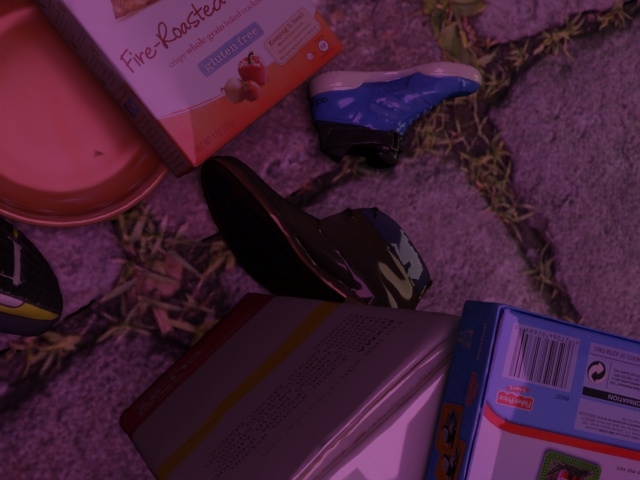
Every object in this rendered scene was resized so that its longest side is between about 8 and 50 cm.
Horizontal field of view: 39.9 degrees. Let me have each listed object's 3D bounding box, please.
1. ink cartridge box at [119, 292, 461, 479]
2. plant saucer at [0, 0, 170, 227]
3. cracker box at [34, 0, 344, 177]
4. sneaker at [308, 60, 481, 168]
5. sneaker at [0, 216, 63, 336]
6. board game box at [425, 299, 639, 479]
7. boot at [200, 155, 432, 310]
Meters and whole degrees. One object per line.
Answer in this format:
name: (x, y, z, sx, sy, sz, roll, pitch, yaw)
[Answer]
ink cartridge box: (0.034, 0.187, 0.560, 0.160, 0.384, 0.279, -42, 100, -16)
plant saucer: (-0.202, -0.109, 0.676, 0.200, 0.037, 0.200, 0, 88, -19)
cracker box: (-0.114, -0.185, 0.653, 0.155, 0.067, 0.232, -42, 100, -19)
sneaker: (0.068, -0.103, 0.752, 0.152, 0.058, 0.085, -6, 84, -14)
sneaker: (-0.330, 0.027, 0.603, 0.300, 0.111, 0.121, 14, 118, -27)
board game box: (0.114, 0.145, 0.365, 0.160, 0.039, 0.211, 15, 85, -15)
boot: (0.000, 0.000, 0.734, 0.219, 0.082, 0.106, 51, 53, -6)
